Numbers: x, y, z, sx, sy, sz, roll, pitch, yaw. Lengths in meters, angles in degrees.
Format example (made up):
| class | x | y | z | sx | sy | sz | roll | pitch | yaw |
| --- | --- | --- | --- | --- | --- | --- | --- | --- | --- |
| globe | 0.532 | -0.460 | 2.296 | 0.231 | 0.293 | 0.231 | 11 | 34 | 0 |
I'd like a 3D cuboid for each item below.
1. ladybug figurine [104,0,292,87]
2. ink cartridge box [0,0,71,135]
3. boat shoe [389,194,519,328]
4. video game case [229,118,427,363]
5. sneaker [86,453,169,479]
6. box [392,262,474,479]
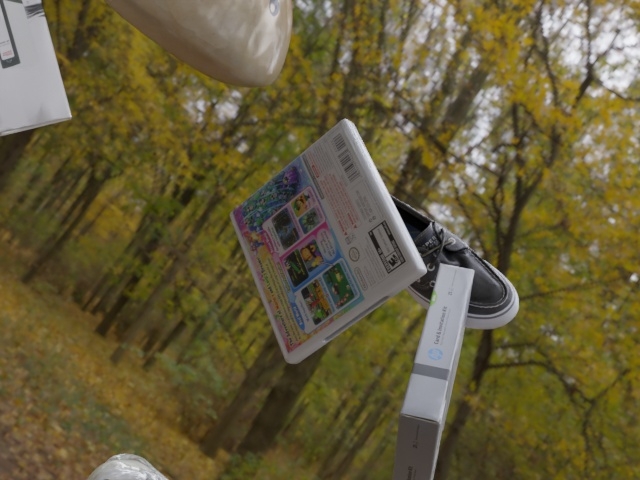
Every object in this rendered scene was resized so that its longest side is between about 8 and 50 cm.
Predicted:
| class | x | y | z | sx | sy | sz | roll | pitch | yaw |
| --- | --- | --- | --- | --- | --- | --- | --- | --- | --- |
| ladybug figurine | -0.169 | -0.341 | 1.121 | 0.305 | 0.162 | 0.449 | 28 | 14 | -36 |
| ink cartridge box | -0.342 | -0.207 | 0.914 | 0.148 | 0.086 | 0.203 | 3 | -71 | 53 |
| boat shoe | 0.109 | 0.008 | 0.947 | 0.228 | 0.080 | 0.076 | 39 | -18 | 32 |
| video game case | 0.000 | 0.000 | 0.747 | 0.019 | 0.143 | 0.157 | 19 | 40 | -51 |
| sneaker | -0.237 | 0.311 | 1.092 | 0.118 | 0.110 | 0.292 | 41 | -14 | 20 |
| box | 0.106 | 0.136 | 0.845 | 0.038 | 0.186 | 0.145 | 12 | -44 | 12 |
